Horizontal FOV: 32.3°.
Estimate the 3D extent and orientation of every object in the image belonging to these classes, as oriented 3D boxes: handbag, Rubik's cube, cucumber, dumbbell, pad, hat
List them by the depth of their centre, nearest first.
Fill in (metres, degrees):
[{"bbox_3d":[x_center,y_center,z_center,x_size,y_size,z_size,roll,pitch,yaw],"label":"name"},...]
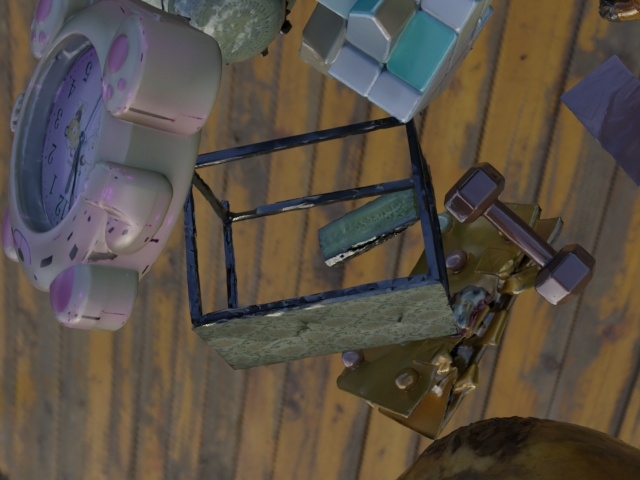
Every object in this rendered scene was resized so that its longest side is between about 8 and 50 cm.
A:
[{"bbox_3d":[0.080,-0.279,1.351,0.213,0.265,0.224,35,119,6],"label":"Rubik's cube"},{"bbox_3d":[-0.122,-0.302,1.406,0.130,0.257,0.257,-117,35,-43],"label":"hat"},{"bbox_3d":[0.280,-0.009,1.549,0.231,0.092,0.082,43,117,6],"label":"dumbbell"},{"bbox_3d":[0.472,-0.187,1.703,0.113,0.006,0.188,-38,75,2],"label":"pad"},{"bbox_3d":[0.205,0.108,1.763,0.133,0.401,0.283,38,170,-21],"label":"handbag"},{"bbox_3d":[0.095,-0.024,1.906,0.211,0.062,0.078,-26,66,31],"label":"cucumber"}]

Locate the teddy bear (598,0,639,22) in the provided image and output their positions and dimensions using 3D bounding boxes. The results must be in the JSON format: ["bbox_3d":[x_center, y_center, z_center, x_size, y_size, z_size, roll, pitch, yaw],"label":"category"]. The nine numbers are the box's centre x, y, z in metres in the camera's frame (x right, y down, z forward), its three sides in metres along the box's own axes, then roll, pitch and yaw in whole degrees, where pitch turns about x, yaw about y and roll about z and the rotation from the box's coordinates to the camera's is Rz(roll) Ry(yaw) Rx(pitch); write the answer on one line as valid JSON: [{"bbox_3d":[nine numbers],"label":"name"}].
[{"bbox_3d":[0.408,-0.303,1.277,0.190,0.140,0.177,41,111,-19],"label":"teddy bear"}]

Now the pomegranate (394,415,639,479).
[{"bbox_3d":[0.158,0.283,0.822,0.322,0.322,0.322,21,121,39],"label":"pomegranate"}]

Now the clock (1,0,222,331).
[{"bbox_3d":[-0.222,-0.089,1.090,0.284,0.114,0.309,35,109,49],"label":"clock"}]

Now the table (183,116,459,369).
[{"bbox_3d":[0.000,0.000,1.552,0.335,0.222,0.272,-10,67,9],"label":"table"}]
